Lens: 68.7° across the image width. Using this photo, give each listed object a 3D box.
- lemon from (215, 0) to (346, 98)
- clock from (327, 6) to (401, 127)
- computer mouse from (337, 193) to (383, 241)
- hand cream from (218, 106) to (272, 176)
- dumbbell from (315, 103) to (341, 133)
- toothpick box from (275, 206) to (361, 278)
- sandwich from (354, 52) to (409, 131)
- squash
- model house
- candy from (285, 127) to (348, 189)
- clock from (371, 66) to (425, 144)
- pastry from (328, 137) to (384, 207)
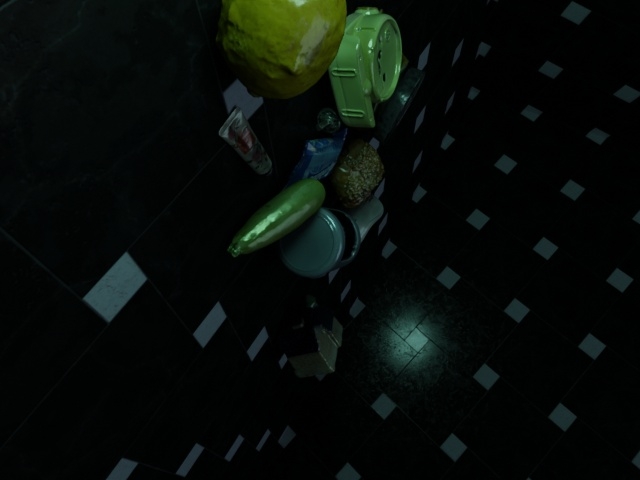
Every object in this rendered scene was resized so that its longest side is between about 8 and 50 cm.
[{"bbox_3d":[-0.070,-0.405,0.881,0.288,0.233,0.233,-59,166,26],"label":"lemon"},{"bbox_3d":[0.148,-0.536,1.394,0.348,0.117,0.286,-60,148,-31],"label":"clock"},{"bbox_3d":[0.152,-0.107,2.030,0.297,0.184,0.121,-49,170,-19],"label":"computer mouse"},{"bbox_3d":[-0.174,-0.228,1.142,0.080,0.050,0.234,-57,156,-9],"label":"hand cream"},{"bbox_3d":[0.053,-0.396,1.481,0.254,0.082,0.081,-46,156,-47],"label":"dumbbell"},{"bbox_3d":[0.000,0.000,1.675,0.263,0.263,0.355,-67,163,10],"label":"toothpick box"},{"bbox_3d":[0.214,-0.549,1.706,0.251,0.087,0.226,-55,173,-27],"label":"sandwich"},{"bbox_3d":[-0.127,-0.062,1.369,0.370,0.118,0.118,-41,154,-27],"label":"squash"},{"bbox_3d":[-0.055,0.421,2.147,0.298,0.243,0.284,-82,154,-48],"label":"model house"},{"bbox_3d":[0.000,-0.268,1.529,0.331,0.077,0.187,-33,152,-54],"label":"candy"},{"bbox_3d":[0.299,-0.519,1.809,0.312,0.061,0.312,-58,175,-7],"label":"clock"},{"bbox_3d":[0.150,-0.255,1.832,0.255,0.162,0.311,-66,164,-1],"label":"pastry"}]
